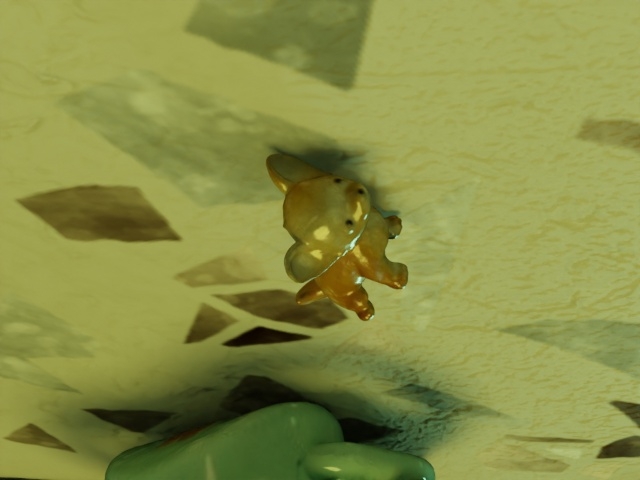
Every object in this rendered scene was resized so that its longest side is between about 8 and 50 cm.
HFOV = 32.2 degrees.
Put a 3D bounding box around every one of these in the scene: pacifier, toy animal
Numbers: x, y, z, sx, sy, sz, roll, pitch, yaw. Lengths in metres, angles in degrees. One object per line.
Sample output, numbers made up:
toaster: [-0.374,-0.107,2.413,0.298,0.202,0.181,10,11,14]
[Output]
pacifier: [-0.039,0.255,0.759,0.343,0.269,0.288,-20,163,41]
toy animal: [0.000,0.000,0.518,0.081,0.061,0.083,-22,149,35]
